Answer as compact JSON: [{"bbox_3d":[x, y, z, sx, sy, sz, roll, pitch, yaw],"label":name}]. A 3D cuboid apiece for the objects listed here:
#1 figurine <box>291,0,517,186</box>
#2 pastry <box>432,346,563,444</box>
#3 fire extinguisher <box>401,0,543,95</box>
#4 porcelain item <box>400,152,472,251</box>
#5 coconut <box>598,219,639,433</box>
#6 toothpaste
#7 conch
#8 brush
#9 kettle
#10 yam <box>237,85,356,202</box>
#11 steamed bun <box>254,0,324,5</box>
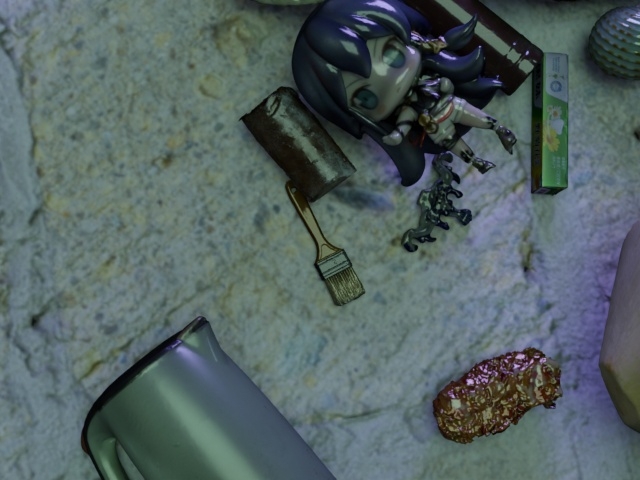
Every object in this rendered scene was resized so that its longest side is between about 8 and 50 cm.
[{"bbox_3d":[0.091,-0.183,1.159,0.265,0.197,0.175,42,78,-21],"label":"figurine"},{"bbox_3d":[0.210,0.188,1.190,0.169,0.063,0.087,-20,80,-13],"label":"pastry"},{"bbox_3d":[0.161,-0.297,1.247,0.268,0.072,0.089,38,44,0],"label":"fire extinguisher"},{"bbox_3d":[0.158,-0.040,1.232,0.075,0.021,0.136,23,80,-8],"label":"porcelain item"},{"bbox_3d":[0.477,0.107,1.108,0.353,0.352,0.352,1,82,-7],"label":"coconut"},{"bbox_3d":[0.293,-0.149,1.253,0.037,0.043,0.178,3,82,-4],"label":"toothpaste"},{"bbox_3d":[0.418,-0.264,1.241,0.135,0.153,0.102,-36,97,-43],"label":"conch"},{"bbox_3d":[0.000,0.000,1.210,0.043,0.014,0.170,-27,86,-12],"label":"brush"},{"bbox_3d":[-0.139,0.247,1.094,0.240,0.165,0.255,-41,88,18],"label":"kettle"},{"bbox_3d":[-0.028,-0.117,1.189,0.079,0.079,0.141,-38,91,-11],"label":"yam"},{"bbox_3d":[-0.041,-0.429,1.167,0.290,0.273,0.272,14,123,-2],"label":"steamed bun"}]
